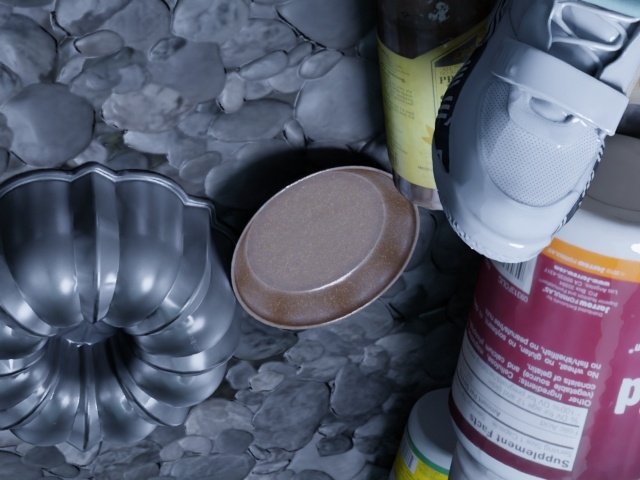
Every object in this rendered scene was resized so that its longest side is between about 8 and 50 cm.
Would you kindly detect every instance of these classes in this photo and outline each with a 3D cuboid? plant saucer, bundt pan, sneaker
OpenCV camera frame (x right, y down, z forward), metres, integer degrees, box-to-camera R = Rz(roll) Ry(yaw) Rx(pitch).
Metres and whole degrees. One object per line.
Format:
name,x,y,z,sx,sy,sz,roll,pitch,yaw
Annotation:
plant saucer,0.000,0.000,1.734,0.199,0.036,0.198,-15,132,-18
bundt pan,-0.226,0.087,1.733,0.331,0.124,0.331,-7,134,-7
sneaker,0.203,-0.169,1.393,0.137,0.366,0.210,25,154,-4

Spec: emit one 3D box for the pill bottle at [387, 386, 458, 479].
pill bottle,0.136,0.273,1.991,0.118,0.117,0.208,2,132,-14

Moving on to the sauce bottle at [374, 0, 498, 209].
sauce bottle,0.102,-0.179,1.553,0.111,0.111,0.344,-11,136,-1

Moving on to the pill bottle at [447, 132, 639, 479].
pill bottle,0.251,0.110,1.730,0.224,0.224,0.392,2,119,-14

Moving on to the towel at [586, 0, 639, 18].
towel,0.300,-0.307,1.278,0.374,0.320,0.090,19,168,5

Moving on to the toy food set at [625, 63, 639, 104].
toy food set,0.435,-0.175,1.639,0.306,0.092,0.219,6,132,-17
